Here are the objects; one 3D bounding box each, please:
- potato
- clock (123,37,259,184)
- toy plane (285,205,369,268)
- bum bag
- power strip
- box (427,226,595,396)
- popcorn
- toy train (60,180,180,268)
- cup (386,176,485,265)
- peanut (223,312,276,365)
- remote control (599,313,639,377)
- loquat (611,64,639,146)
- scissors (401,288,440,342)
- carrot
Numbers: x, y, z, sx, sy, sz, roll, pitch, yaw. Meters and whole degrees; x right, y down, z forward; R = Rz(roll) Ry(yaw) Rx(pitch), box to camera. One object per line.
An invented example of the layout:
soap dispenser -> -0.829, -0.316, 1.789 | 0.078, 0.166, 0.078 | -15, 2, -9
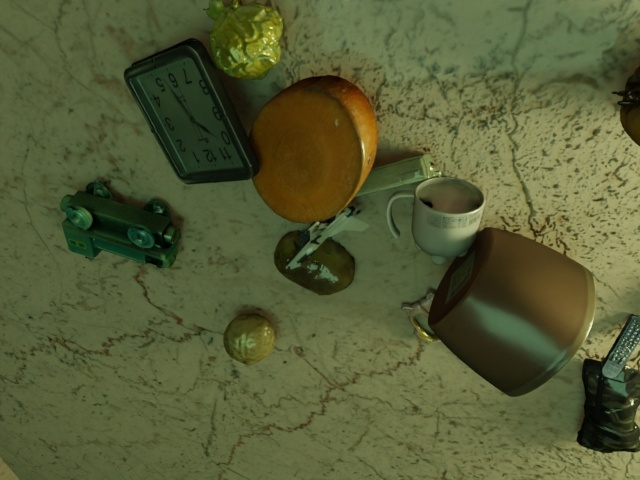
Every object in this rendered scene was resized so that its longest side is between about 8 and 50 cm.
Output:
potato -> -0.018, 0.065, 1.256 | 0.200, 0.081, 0.164 | 23, 128, -3
clock -> -0.259, -0.247, 1.070 | 0.273, 0.049, 0.279 | 3, 126, 43
toy plane -> -0.002, -0.017, 1.153 | 0.234, 0.160, 0.082 | -27, 78, 30
bum bag -> 0.708, 0.416, 1.285 | 0.144, 0.095, 0.341 | 8, 127, 30
power strip -> 0.106, -0.122, 1.076 | 0.272, 0.078, 0.052 | -12, 95, 25
box -> 0.364, 0.129, 1.056 | 0.216, 0.301, 0.301 | 31, 128, -1
popcorn -> -0.135, -0.359, 0.944 | 0.141, 0.136, 0.162 | -6, 126, 30
toy train -> -0.495, -0.022, 1.320 | 0.298, 0.120, 0.194 | 17, 136, 4
cup -> 0.230, -0.031, 1.062 | 0.173, 0.134, 0.142 | -8, 129, -11
peanut -> -0.192, 0.273, 1.442 | 0.140, 0.109, 0.159 | 7, 125, 13
remote control -> 0.668, 0.236, 1.170 | 0.043, 0.027, 0.153 | 28, 105, 12
loquat -> 0.574, -0.209, 0.810 | 0.234, 0.176, 0.187 | 16, 129, 18
scissors -> 0.339, 0.243, 1.312 | 0.317, 0.024, 0.160 | 43, 126, -16
carrot -> -0.022, -0.169, 1.028 | 0.258, 0.100, 0.307 | 49, 132, 8
